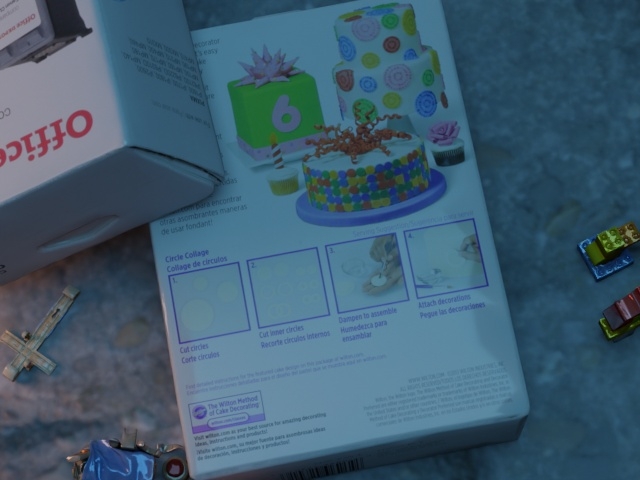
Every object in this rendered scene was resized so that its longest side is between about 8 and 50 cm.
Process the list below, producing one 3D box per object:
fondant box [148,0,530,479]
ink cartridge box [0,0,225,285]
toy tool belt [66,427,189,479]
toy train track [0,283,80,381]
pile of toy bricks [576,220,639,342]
[{"bbox_3d":[0.000,0.000,1.324,0.238,0.096,0.330,-10,74,-1],"label":"fondant box"},{"bbox_3d":[-0.219,-0.149,1.294,0.226,0.131,0.306,-23,69,23],"label":"ink cartridge box"},{"bbox_3d":[-0.136,0.161,1.302,0.083,0.051,0.052,1,73,2],"label":"toy tool belt"},{"bbox_3d":[-0.207,0.067,1.353,0.048,0.014,0.083,33,76,11],"label":"toy train track"},{"bbox_3d":[0.283,-0.020,1.314,0.212,0.105,0.118,-26,74,-6],"label":"pile of toy bricks"}]
